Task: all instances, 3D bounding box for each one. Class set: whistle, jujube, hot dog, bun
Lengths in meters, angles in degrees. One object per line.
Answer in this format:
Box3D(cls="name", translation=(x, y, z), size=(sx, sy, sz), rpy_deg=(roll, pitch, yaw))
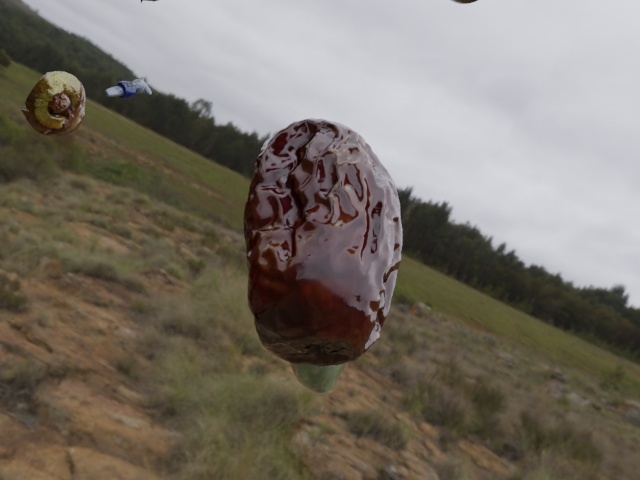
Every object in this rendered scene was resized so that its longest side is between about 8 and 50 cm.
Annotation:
Box3D(cls="whistle", translation=(-0.317, -0.249, 1.094), size=(0.083, 0.029, 0.033), rpy_deg=(-27, 80, -43))
Box3D(cls="jujube", translation=(0.000, 0.000, 1.055), size=(0.276, 0.377, 0.276), rpy_deg=(7, -25, 3))
Box3D(cls="hot dog", translation=(-0.482, -0.246, 1.222), size=(0.093, 0.123, 0.261), rpy_deg=(28, 0, -21))
Box3D(cls="bun", translation=(0.009, 0.175, 1.445), size=(0.187, 0.293, 0.293), rpy_deg=(29, -1, 11))

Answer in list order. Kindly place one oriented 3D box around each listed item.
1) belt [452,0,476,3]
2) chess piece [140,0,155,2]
Box3D(cls="belt", translation=(0.162, -0.414, 0.785), size=(0.122, 0.217, 0.339), rpy_deg=(19, 37, -19))
Box3D(cls="chess piece", translation=(-0.421, -0.762, 1.661), size=(0.137, 0.301, 0.137), rpy_deg=(11, -14, 3))
